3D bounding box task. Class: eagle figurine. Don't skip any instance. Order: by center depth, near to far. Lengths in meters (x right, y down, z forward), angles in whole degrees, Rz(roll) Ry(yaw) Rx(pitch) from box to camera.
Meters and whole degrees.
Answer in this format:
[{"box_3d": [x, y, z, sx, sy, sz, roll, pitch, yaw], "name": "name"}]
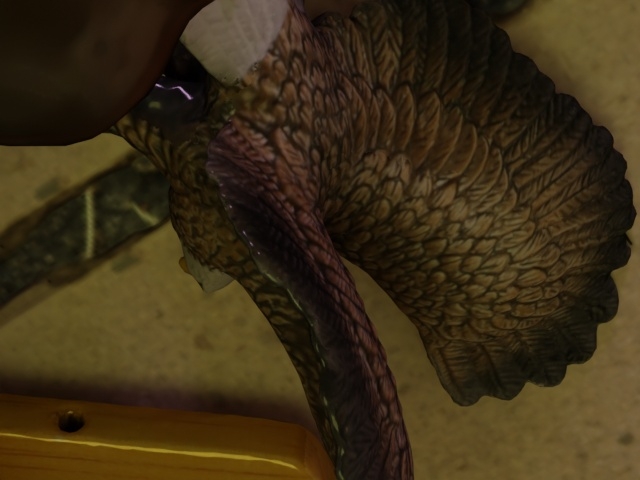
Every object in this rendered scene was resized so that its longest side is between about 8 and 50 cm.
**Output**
[{"box_3d": [-0.001, 0.001, 0.616, 0.298, 0.225, 0.226, 39, 96, -4], "name": "eagle figurine"}]

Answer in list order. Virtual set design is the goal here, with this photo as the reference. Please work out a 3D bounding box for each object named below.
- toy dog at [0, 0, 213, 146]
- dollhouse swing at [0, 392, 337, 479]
[{"box_3d": [-0.160, -0.181, 0.384, 0.284, 0.408, 0.395, -51, 147, -16], "name": "toy dog"}, {"box_3d": [-0.098, 0.150, 0.567, 0.315, 0.347, 0.305, 5, 126, 0], "name": "dollhouse swing"}]
